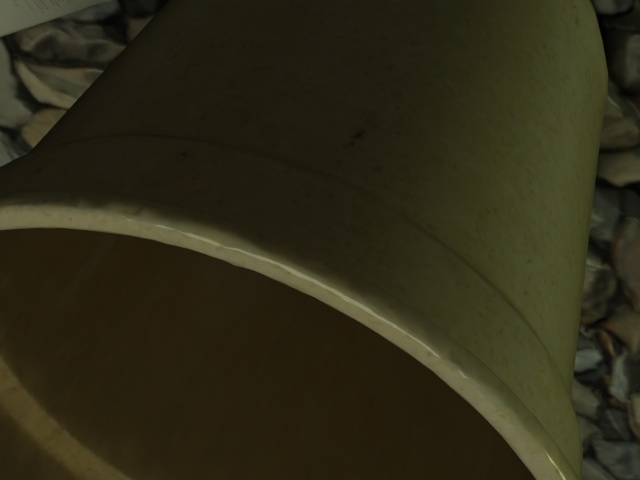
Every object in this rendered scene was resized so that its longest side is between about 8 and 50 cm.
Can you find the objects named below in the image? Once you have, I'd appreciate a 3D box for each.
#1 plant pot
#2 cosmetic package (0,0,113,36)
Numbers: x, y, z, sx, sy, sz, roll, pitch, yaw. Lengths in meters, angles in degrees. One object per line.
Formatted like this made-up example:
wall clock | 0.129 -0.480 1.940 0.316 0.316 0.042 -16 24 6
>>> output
plant pot | 0.000 0.000 0.755 0.334 0.305 0.334 15 140 13
cosmetic package | -0.195 -0.217 0.803 0.099 0.060 0.239 -8 131 36
